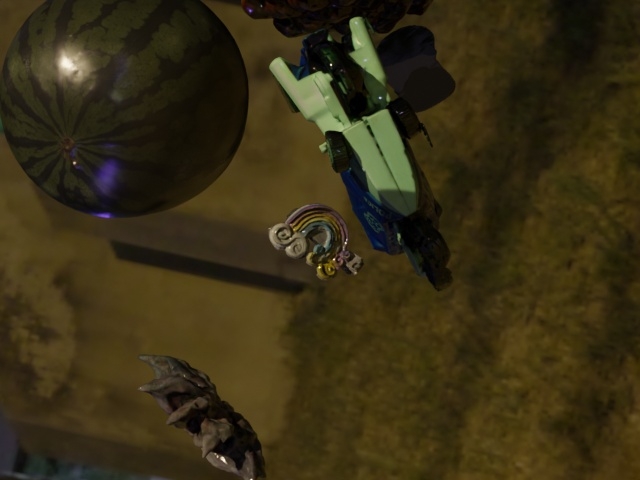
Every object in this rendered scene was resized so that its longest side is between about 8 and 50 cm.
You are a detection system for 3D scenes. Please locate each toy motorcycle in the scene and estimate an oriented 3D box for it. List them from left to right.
[{"bbox_3d":[0.065,-0.094,1.352,0.331,0.125,0.196,62,176,-8],"label":"toy motorcycle"}]

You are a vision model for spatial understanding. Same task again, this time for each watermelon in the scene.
[{"bbox_3d":[-0.162,-0.122,0.964,0.212,0.212,0.212,-168,90,-90],"label":"watermelon"}]

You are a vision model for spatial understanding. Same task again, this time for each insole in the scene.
[{"bbox_3d":[0.137,-0.262,1.715,0.007,0.109,0.322,55,-172,-28],"label":"insole"}]

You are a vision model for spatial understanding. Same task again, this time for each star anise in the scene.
[{"bbox_3d":[-0.126,0.204,1.312,0.061,0.204,0.180,-44,-42,-3],"label":"star anise"}]

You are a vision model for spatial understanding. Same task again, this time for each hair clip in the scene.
[{"bbox_3d":[0.000,0.000,1.960,0.116,0.172,0.049,-59,18,-22],"label":"hair clip"}]

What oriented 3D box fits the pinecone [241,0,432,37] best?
[{"bbox_3d":[0.010,-0.493,1.665,0.398,0.398,0.397,-168,90,-90],"label":"pinecone"}]
